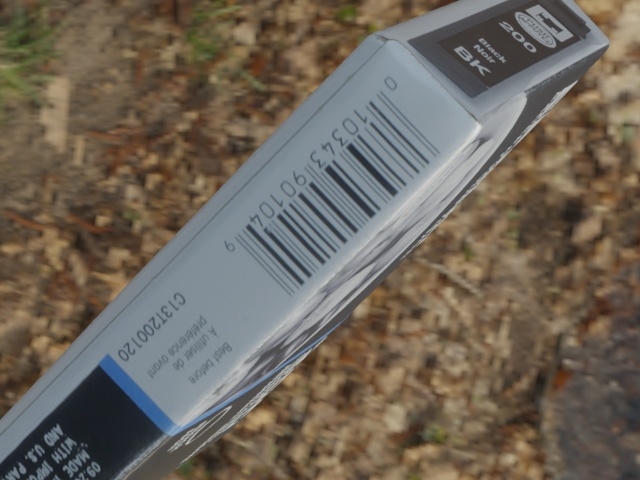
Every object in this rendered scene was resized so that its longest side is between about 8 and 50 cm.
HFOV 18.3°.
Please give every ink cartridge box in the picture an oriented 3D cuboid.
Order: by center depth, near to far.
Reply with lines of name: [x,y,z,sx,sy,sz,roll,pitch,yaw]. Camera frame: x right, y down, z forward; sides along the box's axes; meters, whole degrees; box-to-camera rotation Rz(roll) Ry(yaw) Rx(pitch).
ink cartridge box: [0.000,0.000,0.639,0.045,0.206,0.208,47,25,4]
